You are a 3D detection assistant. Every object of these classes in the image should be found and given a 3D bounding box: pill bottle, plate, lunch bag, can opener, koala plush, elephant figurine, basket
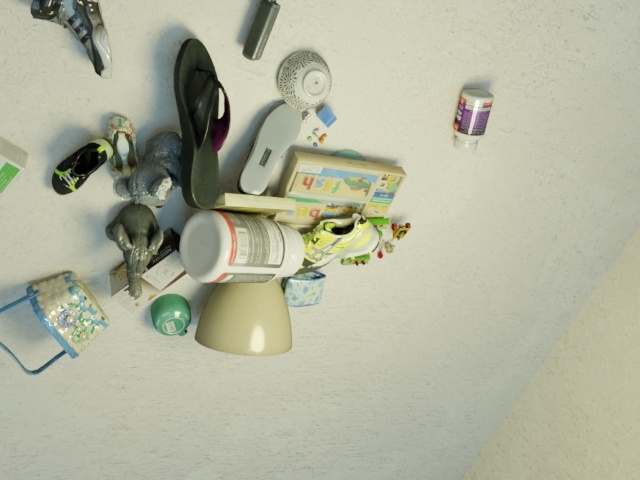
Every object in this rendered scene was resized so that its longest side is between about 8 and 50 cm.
[{"bbox_3d":[0.511,-0.406,1.876,0.108,0.108,0.193,-7,124,-20],"label":"pill bottle"},{"bbox_3d":[0.077,-0.217,1.867,0.188,0.024,0.188,-11,125,-16],"label":"plate"},{"bbox_3d":[-0.063,0.172,2.026,0.151,0.096,0.129,6,120,-16],"label":"lunch bag"},{"bbox_3d":[-0.150,-0.622,1.472,0.093,0.074,0.280,23,113,3],"label":"can opener"},{"bbox_3d":[-0.445,-0.172,1.510,0.196,0.221,0.203,6,123,21],"label":"koala plush"},{"bbox_3d":[-0.529,0.010,1.614,0.169,0.239,0.186,-29,129,-3],"label":"elephant figurine"},{"bbox_3d":[-0.227,0.026,1.694,0.363,0.210,0.210,7,122,-52],"label":"pill bottle"},{"bbox_3d":[-0.821,0.249,1.673,0.289,0.201,0.255,-33,131,-13],"label":"basket"}]

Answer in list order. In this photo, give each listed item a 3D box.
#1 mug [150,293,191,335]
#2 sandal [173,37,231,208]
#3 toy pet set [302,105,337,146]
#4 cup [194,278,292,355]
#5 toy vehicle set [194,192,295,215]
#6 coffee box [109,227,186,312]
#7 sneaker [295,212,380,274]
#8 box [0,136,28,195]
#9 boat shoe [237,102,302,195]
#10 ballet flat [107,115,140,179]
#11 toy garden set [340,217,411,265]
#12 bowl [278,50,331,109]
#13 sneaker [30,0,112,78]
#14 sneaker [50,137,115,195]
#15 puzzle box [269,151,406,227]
[{"bbox_3d":[-0.498,0.266,1.895,0.157,0.097,0.129,27,108,-35],"label":"mug"},{"bbox_3d":[-0.296,-0.308,1.481,0.107,0.167,0.446,2,99,23],"label":"sandal"},{"bbox_3d":[-0.002,-0.352,1.712,0.114,0.065,0.122,-43,129,8],"label":"toy pet set"},{"bbox_3d":[-0.244,0.229,1.876,0.331,0.331,0.237,6,95,-27],"label":"cup"},{"bbox_3d":[-0.227,-0.105,1.681,0.267,0.166,0.035,1,84,-45],"label":"toy vehicle set"},{"bbox_3d":[-0.529,0.092,1.735,0.246,0.141,0.098,-35,129,3],"label":"coffee box"},{"bbox_3d":[0.000,0.000,1.873,0.384,0.145,0.147,-19,131,11],"label":"sneaker"},{"bbox_3d":[-0.828,-0.194,1.431,0.101,0.102,0.087,-45,126,11],"label":"box"},{"bbox_3d":[-0.159,-0.272,1.672,0.113,0.105,0.306,25,86,-23],"label":"boat shoe"},{"bbox_3d":[-0.550,-0.227,1.549,0.091,0.077,0.241,-12,127,-15],"label":"ballet flat"},{"bbox_3d":[0.207,0.017,2.021,0.203,0.049,0.244,-3,141,-22],"label":"toy garden set"},{"bbox_3d":[-0.030,-0.457,1.599,0.170,0.080,0.170,-9,113,-22],"label":"bowl"},{"bbox_3d":[-0.595,-0.516,1.320,0.153,0.101,0.269,-14,121,-14],"label":"sneaker"},{"bbox_3d":[-0.654,-0.196,1.482,0.234,0.097,0.084,-36,107,20],"label":"sneaker"},{"bbox_3d":[0.057,-0.150,1.854,0.409,0.052,0.272,3,133,-26],"label":"puzzle box"}]
